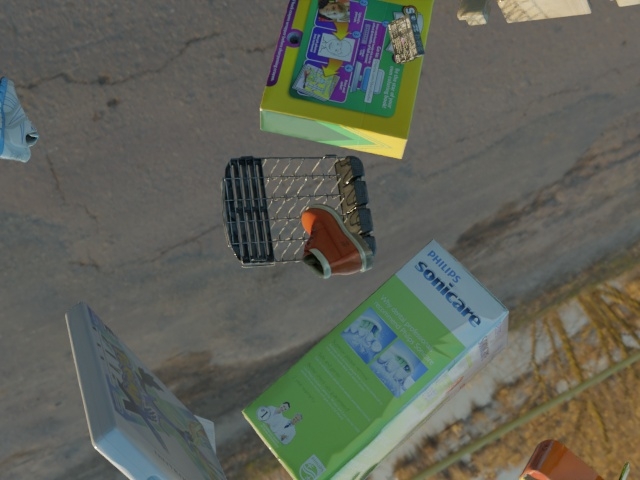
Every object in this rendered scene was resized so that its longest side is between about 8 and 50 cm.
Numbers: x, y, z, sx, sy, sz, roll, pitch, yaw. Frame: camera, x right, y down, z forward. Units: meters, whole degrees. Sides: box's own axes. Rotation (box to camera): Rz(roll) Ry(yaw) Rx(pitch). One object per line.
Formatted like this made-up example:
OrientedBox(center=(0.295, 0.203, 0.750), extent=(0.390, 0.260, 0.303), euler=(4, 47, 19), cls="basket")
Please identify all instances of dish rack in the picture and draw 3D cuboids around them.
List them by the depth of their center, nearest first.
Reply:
OrientedBox(center=(-0.037, -0.048, 1.263), extent=(0.272, 0.208, 0.074), euler=(-3, 165, -21), cls="dish rack")

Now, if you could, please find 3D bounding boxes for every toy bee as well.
OrientedBox(center=(0.354, 0.377, 0.882), extent=(0.195, 0.298, 0.162), euler=(-22, 149, -28), cls="toy bee")

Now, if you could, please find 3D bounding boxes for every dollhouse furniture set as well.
OrientedBox(center=(0.382, -0.518, 1.126), extent=(0.174, 0.356, 0.303), euler=(39, 63, -48), cls="dollhouse furniture set")

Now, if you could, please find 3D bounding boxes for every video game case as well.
OrientedBox(center=(-0.211, 0.252, 0.972), extent=(0.036, 0.329, 0.300), euler=(-38, 120, -7), cls="video game case")

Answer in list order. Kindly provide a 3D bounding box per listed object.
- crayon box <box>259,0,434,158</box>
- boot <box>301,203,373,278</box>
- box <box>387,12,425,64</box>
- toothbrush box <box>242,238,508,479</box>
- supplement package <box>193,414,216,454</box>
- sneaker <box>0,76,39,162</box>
OrientedBox(center=(0.062, -0.384, 1.614), extent=(0.313, 0.362, 0.106), euler=(13, 160, 1), cls="crayon box")
OrientedBox(center=(0.000, 0.000, 1.074), extent=(0.085, 0.158, 0.059), euler=(-19, 128, -22), cls="boot")
OrientedBox(center=(0.167, -0.395, 1.454), extent=(0.018, 0.083, 0.067), euler=(-17, -176, -34), cls="box")
OrientedBox(center=(0.077, 0.159, 0.865), extent=(0.283, 0.122, 0.206), euler=(-43, 158, -4), cls="toothbrush box")
OrientedBox(center=(-0.270, 0.438, 1.430), extent=(0.105, 0.179, 0.105), euler=(-23, 145, 21), cls="supplement package")
OrientedBox(center=(-0.505, -0.191, 1.216), extent=(0.083, 0.190, 0.071), euler=(18, 130, -34), cls="sneaker")
